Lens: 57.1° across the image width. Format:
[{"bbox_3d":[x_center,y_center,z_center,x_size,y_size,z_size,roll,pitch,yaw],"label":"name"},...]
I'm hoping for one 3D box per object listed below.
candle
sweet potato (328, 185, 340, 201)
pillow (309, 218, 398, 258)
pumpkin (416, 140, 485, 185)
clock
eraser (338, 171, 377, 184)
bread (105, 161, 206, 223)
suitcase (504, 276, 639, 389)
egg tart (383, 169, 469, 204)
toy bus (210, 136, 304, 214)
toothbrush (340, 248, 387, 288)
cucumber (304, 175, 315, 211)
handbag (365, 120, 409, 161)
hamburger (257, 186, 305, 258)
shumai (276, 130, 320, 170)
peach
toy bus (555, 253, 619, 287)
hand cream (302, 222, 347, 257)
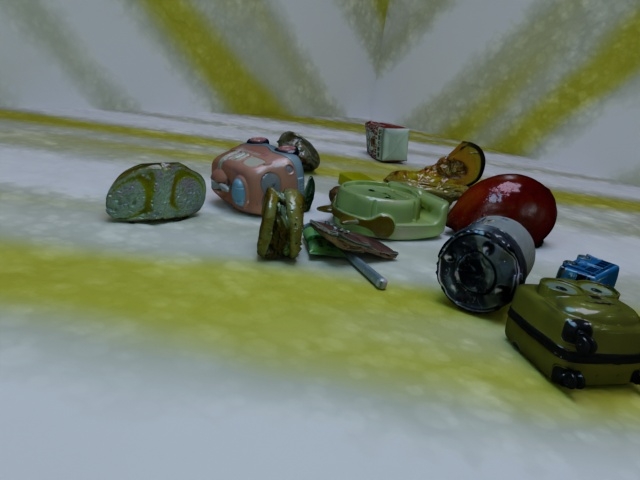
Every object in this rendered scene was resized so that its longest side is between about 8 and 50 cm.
[{"bbox_3d":[0.386,0.035,1.327,0.187,0.187,0.330,17,19,24],"label":"candle"},{"bbox_3d":[0.063,-0.145,1.924,0.068,0.068,0.226,10,5,5],"label":"sweet potato"},{"bbox_3d":[0.083,-0.001,1.457,0.232,0.043,0.126,15,13,-41],"label":"pillow"},{"bbox_3d":[0.549,-0.330,2.465,0.280,0.190,0.139,10,20,8],"label":"pumpkin"},{"bbox_3d":[0.173,-0.096,1.728,0.348,0.117,0.286,-4,21,-31],"label":"clock"},{"bbox_3d":[0.137,-0.216,2.184,0.097,0.045,0.122,-3,23,-29],"label":"eraser"},{"bbox_3d":[-0.443,-0.136,1.538,0.156,0.158,0.260,16,17,32],"label":"bread"},{"bbox_3d":[0.466,0.158,1.057,0.194,0.143,0.235,3,19,-15],"label":"suitcase"},{"bbox_3d":[0.355,-0.162,1.999,0.295,0.116,0.295,7,17,-2],"label":"egg tart"},{"bbox_3d":[-0.195,-0.181,1.729,0.232,0.194,0.287,-19,32,-39],"label":"toy bus"},{"bbox_3d":[0.078,0.041,1.433,0.030,0.025,0.342,6,17,-23],"label":"toothbrush"},{"bbox_3d":[-0.034,-0.142,1.795,0.035,0.107,0.067,16,16,-3],"label":"cucumber"},{"bbox_3d":[0.297,-0.484,2.866,0.151,0.171,0.298,-4,18,-23],"label":"handbag"},{"bbox_3d":[-0.086,-0.039,1.386,0.113,0.177,0.185,12,-9,-9],"label":"hamburger"},{"bbox_3d":[-0.100,-0.323,2.306,0.201,0.201,0.120,20,63,32],"label":"shumai"},{"bbox_3d":[0.552,-0.108,1.794,0.361,0.201,0.258,1,21,-19],"label":"peach"},{"bbox_3d":[0.630,0.096,1.396,0.106,0.090,0.184,26,25,38],"label":"toy bus"},{"bbox_3d":[0.000,0.000,1.483,0.095,0.046,0.175,7,20,-17],"label":"hand cream"}]
